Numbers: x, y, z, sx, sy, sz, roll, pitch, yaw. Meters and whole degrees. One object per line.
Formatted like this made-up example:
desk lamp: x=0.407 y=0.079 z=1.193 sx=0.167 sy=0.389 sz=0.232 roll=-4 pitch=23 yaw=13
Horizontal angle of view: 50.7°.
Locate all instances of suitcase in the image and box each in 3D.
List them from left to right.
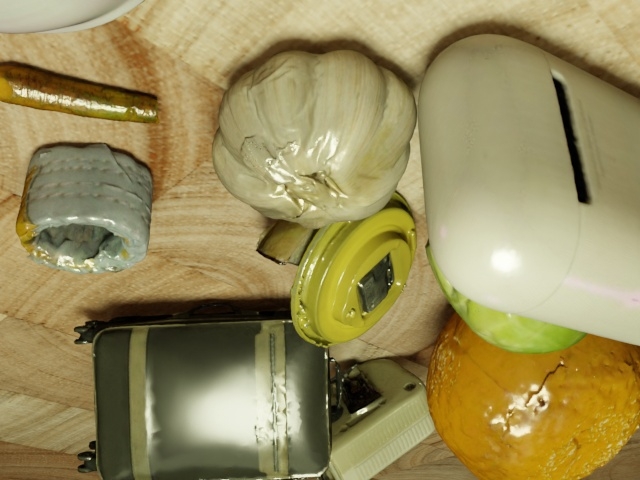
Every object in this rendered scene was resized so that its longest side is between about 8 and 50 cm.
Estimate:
suitcase: x=-0.180 y=0.245 z=1.108 sx=0.434 sy=0.283 sz=0.194 roll=-2 pitch=180 yaw=-3

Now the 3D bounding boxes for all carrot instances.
carrot: x=-0.256 y=-0.153 z=0.720 sx=0.170 sy=0.042 sz=0.042 roll=7 pitch=145 yaw=-19

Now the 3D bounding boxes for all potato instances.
potato: x=0.002 y=-0.001 z=0.946 sx=0.120 sy=0.100 sz=0.261 roll=24 pitch=180 yaw=35

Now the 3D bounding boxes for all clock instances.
clock: x=0.061 y=0.047 z=0.896 sx=0.057 sy=0.237 sz=0.237 roll=30 pitch=165 yaw=35

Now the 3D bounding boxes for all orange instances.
orange: x=0.331 y=0.217 z=1.076 sx=0.340 sy=0.293 sz=0.341 roll=-13 pitch=129 yaw=-16

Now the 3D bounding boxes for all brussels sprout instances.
brussels sprout: x=0.259 y=0.028 z=0.869 sx=0.244 sy=0.244 sz=0.244 roll=-2 pitch=147 yaw=-1

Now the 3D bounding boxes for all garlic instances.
garlic: x=-0.007 y=-0.097 z=0.719 sx=0.228 sy=0.152 sz=0.228 roll=-6 pitch=149 yaw=-4

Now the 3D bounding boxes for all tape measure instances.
tape measure: x=0.060 y=0.338 z=1.290 sx=0.271 sy=0.231 sz=0.133 roll=-34 pitch=111 yaw=-16

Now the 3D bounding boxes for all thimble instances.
thimble: x=-0.282 y=-0.037 z=0.820 sx=0.151 sy=0.118 sz=0.127 roll=5 pitch=146 yaw=-13

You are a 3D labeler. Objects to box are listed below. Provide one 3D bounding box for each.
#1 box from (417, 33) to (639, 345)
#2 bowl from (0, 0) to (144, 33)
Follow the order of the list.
box: x=0.257 y=-0.047 z=0.685 sx=0.349 sy=0.289 sz=0.141 roll=15 pitch=149 yaw=-25
bowl: x=-0.212 y=-0.250 z=0.400 sx=0.287 sy=0.144 sz=0.287 roll=4 pitch=127 yaw=5
